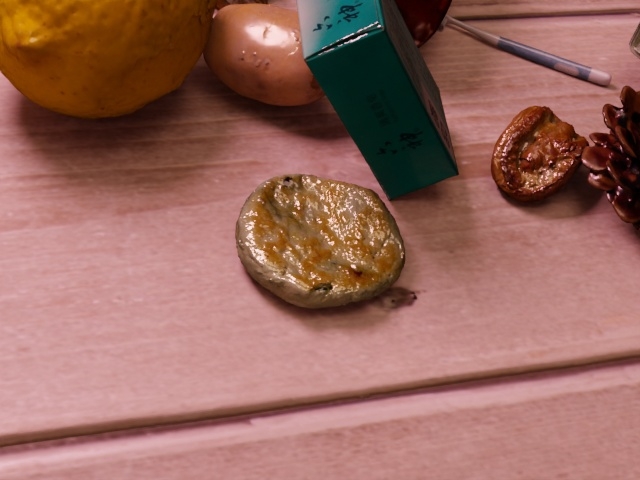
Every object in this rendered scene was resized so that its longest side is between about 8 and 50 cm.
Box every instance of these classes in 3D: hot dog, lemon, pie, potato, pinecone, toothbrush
[{"bbox_3d":[0.263,-0.106,1.278,0.099,0.065,0.147,42,52,12],"label":"hot dog"},{"bbox_3d":[-0.244,-0.272,1.200,0.253,0.253,0.310,25,46,11],"label":"lemon"},{"bbox_3d":[0.000,0.000,1.147,0.186,0.041,0.187,6,48,-7],"label":"pie"},{"bbox_3d":[-0.058,-0.222,1.280,0.178,0.109,0.118,18,41,21],"label":"potato"},{"bbox_3d":[0.414,-0.103,1.222,0.207,0.208,0.208,6,49,-7],"label":"pinecone"},{"bbox_3d":[0.260,-0.261,1.441,0.275,0.019,0.025,22,54,8],"label":"toothbrush"}]

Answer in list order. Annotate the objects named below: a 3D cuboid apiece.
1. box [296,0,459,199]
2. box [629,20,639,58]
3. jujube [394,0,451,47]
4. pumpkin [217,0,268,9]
[{"bbox_3d":[0.063,-0.182,1.180,0.092,0.245,0.153,-20,47,16],"label":"box"},{"bbox_3d":[0.555,-0.316,1.374,0.220,0.291,0.166,39,33,21],"label":"box"},{"bbox_3d":[0.095,-0.392,1.396,0.223,0.223,0.318,9,58,-3],"label":"jujube"},{"bbox_3d":[-0.164,-0.405,1.408,0.248,0.126,0.131,25,51,9],"label":"pumpkin"}]
